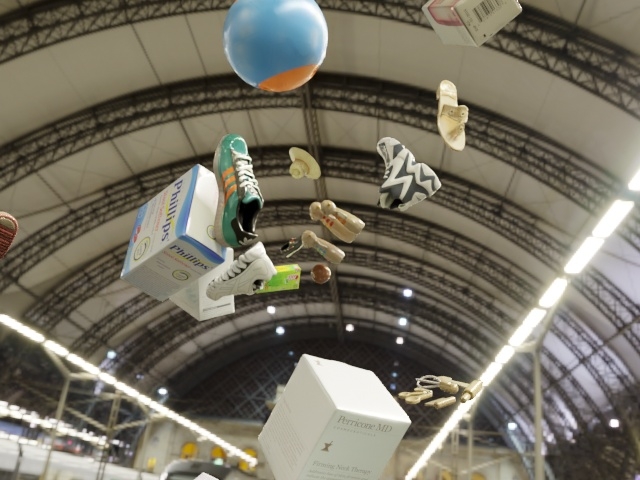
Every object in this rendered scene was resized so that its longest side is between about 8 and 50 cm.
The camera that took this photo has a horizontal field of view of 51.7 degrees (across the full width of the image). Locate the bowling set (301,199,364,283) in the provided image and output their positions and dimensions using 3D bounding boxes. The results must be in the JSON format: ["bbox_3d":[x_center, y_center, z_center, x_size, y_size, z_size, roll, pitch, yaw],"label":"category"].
[{"bbox_3d":[0.000,0.000,1.805,0.154,0.200,0.287,33,-9,2],"label":"bowling set"}]

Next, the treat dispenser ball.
[{"bbox_3d":[-0.123,-0.556,1.815,0.288,0.288,0.288,6,-23,2],"label":"treat dispenser ball"}]

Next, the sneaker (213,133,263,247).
[{"bbox_3d":[-0.201,-0.134,1.711,0.121,0.302,0.108,-7,-9,38],"label":"sneaker"}]

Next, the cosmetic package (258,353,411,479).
[{"bbox_3d":[0.037,0.677,2.342,0.329,0.394,0.327,19,15,-29],"label":"cosmetic package"}]

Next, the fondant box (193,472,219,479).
[{"bbox_3d":[-0.239,0.830,1.873,0.330,0.238,0.096,5,23,40],"label":"fondant box"}]

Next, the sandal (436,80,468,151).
[{"bbox_3d":[0.399,-0.388,1.964,0.088,0.240,0.079,5,-26,-21],"label":"sandal"}]

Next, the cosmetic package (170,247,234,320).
[{"bbox_3d":[-0.399,0.115,2.188,0.138,0.225,0.224,-10,20,-36],"label":"cosmetic package"}]

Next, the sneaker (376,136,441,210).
[{"bbox_3d":[0.182,-0.160,1.704,0.153,0.235,0.094,-41,-34,-1],"label":"sneaker"}]

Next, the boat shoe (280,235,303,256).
[{"bbox_3d":[-0.095,0.014,2.351,0.042,0.049,0.133,41,-48,-16],"label":"boat shoe"}]

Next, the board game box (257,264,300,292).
[{"bbox_3d":[-0.176,0.155,2.673,0.181,0.043,0.092,-5,-62,-23],"label":"board game box"}]

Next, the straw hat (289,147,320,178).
[{"bbox_3d":[-0.071,-0.239,2.199,0.144,0.061,0.144,36,-23,18],"label":"straw hat"}]

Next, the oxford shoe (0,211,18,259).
[{"bbox_3d":[-0.953,0.025,1.773,0.348,0.130,0.123,-38,-45,9],"label":"oxford shoe"}]

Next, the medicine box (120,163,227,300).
[{"bbox_3d":[-0.390,-0.020,1.830,0.289,0.264,0.149,-31,-50,32],"label":"medicine box"}]

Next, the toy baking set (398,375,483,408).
[{"bbox_3d":[0.311,0.371,1.673,0.196,0.030,0.256,-4,3,33],"label":"toy baking set"}]

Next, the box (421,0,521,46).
[{"bbox_3d":[0.390,-0.606,1.731,0.127,0.148,0.232,49,2,-22],"label":"box"}]

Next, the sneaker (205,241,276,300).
[{"bbox_3d":[-0.239,0.121,1.962,0.118,0.110,0.292,49,-47,-4],"label":"sneaker"}]
